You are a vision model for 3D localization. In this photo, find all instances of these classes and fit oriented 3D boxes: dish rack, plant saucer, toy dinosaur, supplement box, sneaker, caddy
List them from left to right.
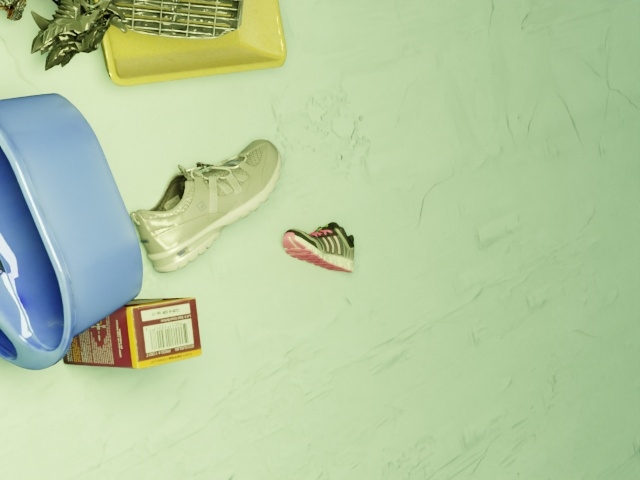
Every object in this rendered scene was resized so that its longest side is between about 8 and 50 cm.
[{"bbox_3d":[-0.372,-0.015,1.232,0.179,0.241,0.341,-27,98,-48],"label":"caddy"},{"bbox_3d":[-0.347,-0.343,1.275,0.218,0.322,0.164,67,15,-3],"label":"toy dinosaur"},{"bbox_3d":[-0.257,0.122,1.371,0.104,0.188,0.080,-7,91,-43],"label":"supplement box"},{"bbox_3d":[-0.220,-0.402,1.511,0.333,0.081,0.332,-16,99,-43],"label":"plant saucer"},{"bbox_3d":[-0.188,-0.410,1.372,0.208,0.074,0.271,4,111,-10],"label":"dish rack"},{"bbox_3d":[-0.163,-0.077,1.528,0.281,0.105,0.115,-47,118,-34],"label":"sneaker"},{"bbox_3d":[0.000,0.000,1.708,0.170,0.063,0.074,23,73,-45],"label":"sneaker"}]
